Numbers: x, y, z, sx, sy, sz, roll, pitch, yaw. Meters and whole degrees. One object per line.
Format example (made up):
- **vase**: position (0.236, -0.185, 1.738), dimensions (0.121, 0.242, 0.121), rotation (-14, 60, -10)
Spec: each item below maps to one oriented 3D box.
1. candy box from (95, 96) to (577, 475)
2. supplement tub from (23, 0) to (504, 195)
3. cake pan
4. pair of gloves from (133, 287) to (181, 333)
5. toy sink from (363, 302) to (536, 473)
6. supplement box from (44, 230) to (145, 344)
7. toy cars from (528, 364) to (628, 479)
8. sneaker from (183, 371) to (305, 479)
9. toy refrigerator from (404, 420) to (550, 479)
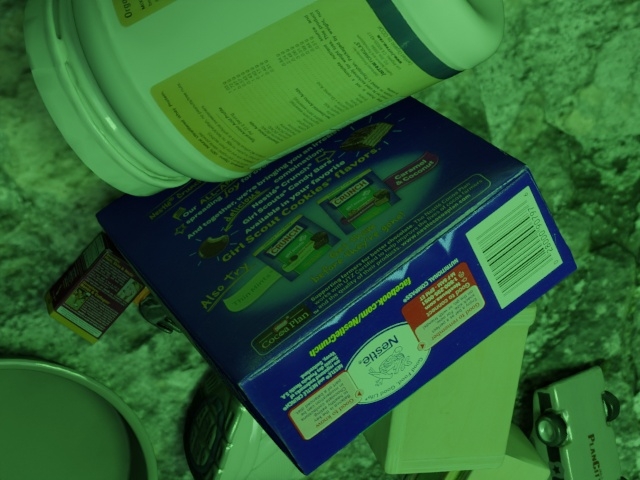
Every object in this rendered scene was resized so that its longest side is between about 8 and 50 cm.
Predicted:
- **candy box**: position (0.000, 0.000, 1.130), dimensions (0.268, 0.317, 0.122), rotation (-36, 126, -9)
- **supplement tub**: position (-0.045, -0.181, 1.065), dimensions (0.316, 0.228, 0.228), rotation (-23, 121, 23)
- **cake pan**: position (-0.302, 0.230, 1.316), dimensions (0.293, 0.054, 0.293), rotation (-7, 115, -14)
- **pair of gloves**: position (-0.134, 0.047, 1.308), dimensions (0.074, 0.010, 0.083), rotation (38, 100, -28)
- **toy sink**: position (0.113, 0.080, 1.318), dimensions (0.131, 0.153, 0.234), rotation (-1, 113, -16)
- **supplement box**: position (-0.203, 0.043, 1.267), dimensions (0.055, 0.043, 0.083), rotation (39, 99, -28)
- **toy cars**: position (0.327, 0.295, 1.513), dimensions (0.393, 0.087, 0.176), rotation (44, 61, -26)
- **sneaker**: position (-0.030, 0.112, 1.331), dimensions (0.129, 0.111, 0.297), rotation (8, 118, -32)
- **toy refrigerator**: position (0.119, 0.310, 1.452), dimensions (0.094, 0.102, 0.269), rotation (22, 106, -24)
